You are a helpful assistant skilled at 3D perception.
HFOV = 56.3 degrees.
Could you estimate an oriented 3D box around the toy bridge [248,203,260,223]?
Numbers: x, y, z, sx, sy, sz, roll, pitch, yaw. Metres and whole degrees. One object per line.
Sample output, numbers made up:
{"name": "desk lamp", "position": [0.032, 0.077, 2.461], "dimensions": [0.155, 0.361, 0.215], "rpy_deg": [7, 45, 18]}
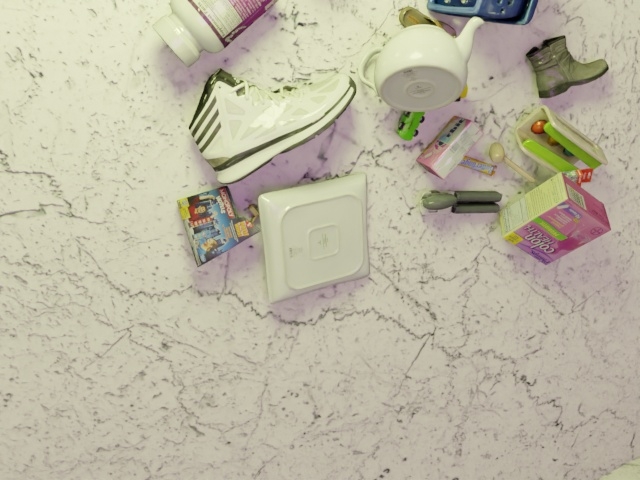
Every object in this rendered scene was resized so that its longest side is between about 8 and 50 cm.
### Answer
{"name": "toy bridge", "position": [-0.249, -0.022, 1.717], "dimensions": [0.188, 0.026, 0.063], "rpy_deg": [-39, 116, 1]}

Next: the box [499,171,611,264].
{"name": "box", "position": [0.731, -0.062, 1.881], "dimensions": [0.214, 0.117, 0.243], "rpy_deg": [29, 136, -25]}

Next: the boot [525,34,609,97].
{"name": "boot", "position": [0.744, -0.540, 1.791], "dimensions": [0.247, 0.083, 0.161], "rpy_deg": [-24, 109, -8]}

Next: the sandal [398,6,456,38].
{"name": "sandal", "position": [0.299, -0.587, 1.653], "dimensions": [0.180, 0.049, 0.072], "rpy_deg": [21, 103, -23]}

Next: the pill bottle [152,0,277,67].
{"name": "pill bottle", "position": [-0.248, -0.561, 1.434], "dimensions": [0.302, 0.169, 0.169], "rpy_deg": [-41, 116, 2]}

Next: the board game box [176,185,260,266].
{"name": "board game box", "position": [-0.274, -0.046, 1.660], "dimensions": [0.194, 0.060, 0.194], "rpy_deg": [-16, 94, -2]}

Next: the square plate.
{"name": "square plate", "position": [0.000, 0.000, 1.753], "dimensions": [0.344, 0.049, 0.346], "rpy_deg": [-15, 115, -23]}

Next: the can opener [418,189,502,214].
{"name": "can opener", "position": [0.440, -0.111, 1.851], "dimensions": [0.284, 0.095, 0.075], "rpy_deg": [-1, 111, -16]}

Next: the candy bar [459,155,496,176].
{"name": "candy bar", "position": [0.478, -0.236, 1.858], "dimensions": [0.162, 0.018, 0.040], "rpy_deg": [15, 105, -20]}

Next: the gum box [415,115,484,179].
{"name": "gum box", "position": [0.383, -0.279, 1.763], "dimensions": [0.062, 0.107, 0.188], "rpy_deg": [38, 96, -25]}

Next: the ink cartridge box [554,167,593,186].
{"name": "ink cartridge box", "position": [0.784, -0.186, 1.850], "dimensions": [0.115, 0.029, 0.062], "rpy_deg": [-8, 138, 7]}

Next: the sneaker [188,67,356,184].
{"name": "sneaker", "position": [-0.138, -0.360, 1.543], "dimensions": [0.448, 0.169, 0.257], "rpy_deg": [-33, 118, 0]}

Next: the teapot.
{"name": "teapot", "position": [0.253, -0.464, 1.546], "dimensions": [0.256, 0.252, 0.186], "rpy_deg": [7, 69, -12]}

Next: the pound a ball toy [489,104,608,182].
{"name": "pound a ball toy", "position": [0.697, -0.283, 1.862], "dimensions": [0.319, 0.135, 0.208], "rpy_deg": [25, 132, -26]}

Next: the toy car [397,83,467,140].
{"name": "toy car", "position": [0.281, -0.398, 1.718], "dimensions": [0.239, 0.053, 0.224], "rpy_deg": [21, 103, -22]}

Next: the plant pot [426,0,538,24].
{"name": "plant pot", "position": [0.449, -0.691, 1.565], "dimensions": [0.212, 0.236, 0.235], "rpy_deg": [5, 109, -26]}
